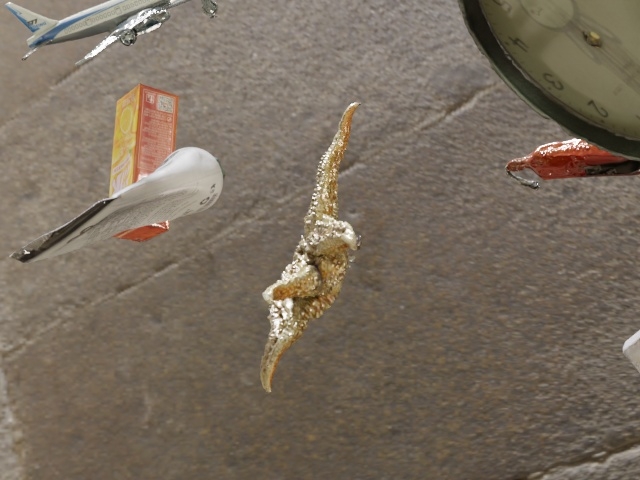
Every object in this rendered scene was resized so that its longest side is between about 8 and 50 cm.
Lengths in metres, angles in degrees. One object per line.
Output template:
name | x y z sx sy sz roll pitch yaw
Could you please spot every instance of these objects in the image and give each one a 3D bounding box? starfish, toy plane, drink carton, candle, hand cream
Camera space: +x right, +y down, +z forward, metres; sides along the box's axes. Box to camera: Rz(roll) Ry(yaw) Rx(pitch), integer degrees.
starfish | 0.000 0.016 1.117 0.084 0.293 0.302 21 111 0
toy plane | -0.192 -0.227 0.967 0.226 0.058 0.226 -11 32 -1
drink carton | -0.275 -0.117 1.512 0.096 0.071 0.223 -18 65 54
candle | 0.267 -0.082 1.013 0.162 0.048 0.053 -3 62 36
hand cream | -0.185 -0.043 1.018 0.121 0.336 0.076 -33 92 21

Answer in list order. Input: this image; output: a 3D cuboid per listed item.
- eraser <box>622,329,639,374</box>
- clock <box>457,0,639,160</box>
eraser | 0.600 0.135 1.428 0.174 0.094 0.270 46 117 8
clock | 0.185 -0.137 0.663 0.215 0.215 0.042 33 75 34
